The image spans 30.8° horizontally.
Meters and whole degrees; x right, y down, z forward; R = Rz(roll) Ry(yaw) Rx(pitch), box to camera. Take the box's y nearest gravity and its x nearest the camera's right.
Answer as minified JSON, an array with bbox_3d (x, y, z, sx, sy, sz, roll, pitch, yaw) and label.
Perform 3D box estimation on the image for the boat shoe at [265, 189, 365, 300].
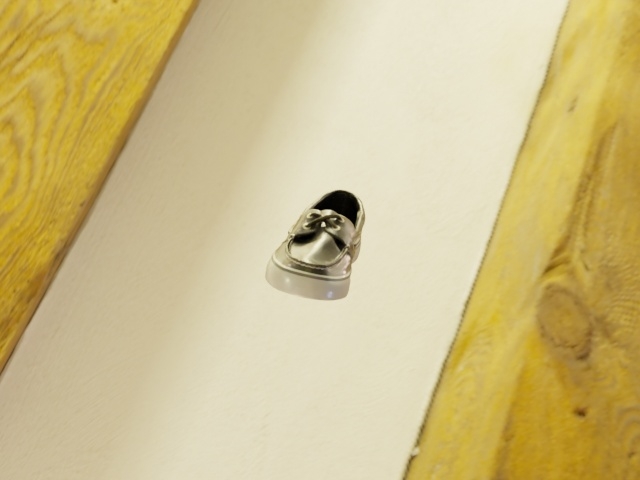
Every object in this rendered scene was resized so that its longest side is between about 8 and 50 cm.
[{"bbox_3d":[0.000,0.000,0.680,0.049,0.142,0.040,13,-76,5],"label":"boat shoe"}]
